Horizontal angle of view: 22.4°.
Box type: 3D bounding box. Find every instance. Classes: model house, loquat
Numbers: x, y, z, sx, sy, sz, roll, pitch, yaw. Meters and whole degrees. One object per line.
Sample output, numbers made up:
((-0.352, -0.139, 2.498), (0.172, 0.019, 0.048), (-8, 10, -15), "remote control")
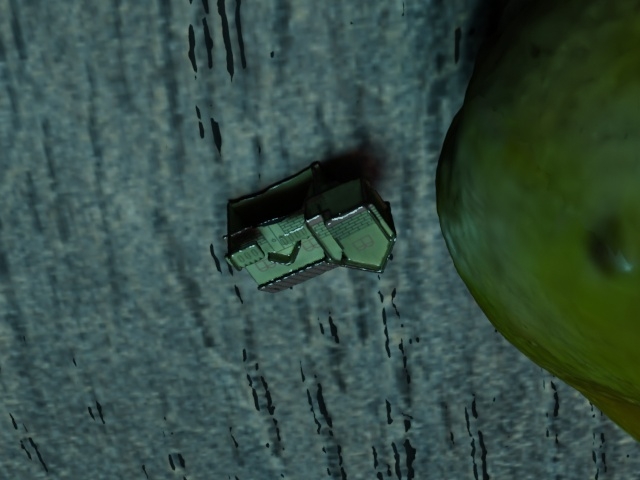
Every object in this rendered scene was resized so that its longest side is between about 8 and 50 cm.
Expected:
((0.000, 0.000, 0.813), (0.083, 0.057, 0.058), (-24, 127, 14), "model house")
((0.198, -0.024, 0.684), (0.283, 0.276, 0.276), (33, 127, -2), "loquat")
